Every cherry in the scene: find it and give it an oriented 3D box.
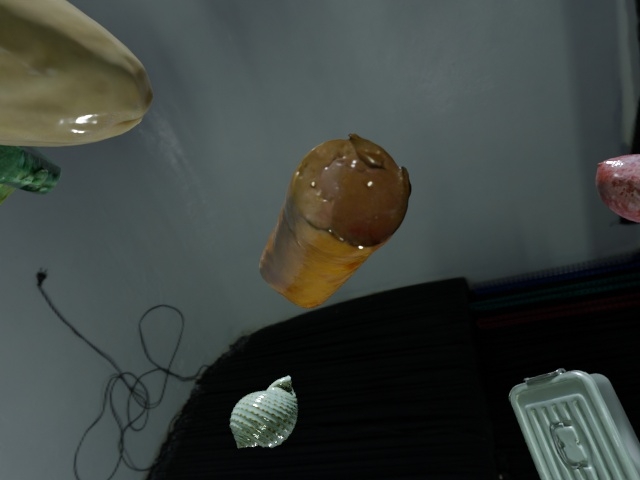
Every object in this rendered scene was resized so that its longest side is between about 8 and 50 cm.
[{"bbox_3d":[0.481,-0.052,0.610,0.090,0.226,0.107,-70,169,24],"label":"cherry"}]

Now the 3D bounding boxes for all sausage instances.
[{"bbox_3d":[-0.001,-0.001,0.447,0.270,0.109,0.108,123,-38,-64],"label":"sausage"}]

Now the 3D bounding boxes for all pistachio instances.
[{"bbox_3d":[-0.202,-0.117,0.282,0.186,0.108,0.126,24,51,-23],"label":"pistachio"}]

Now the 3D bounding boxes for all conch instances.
[{"bbox_3d":[-0.129,0.453,1.156,0.172,0.200,0.131,58,-10,-31],"label":"conch"}]

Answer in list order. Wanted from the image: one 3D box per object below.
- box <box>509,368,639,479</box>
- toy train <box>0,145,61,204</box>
[{"bbox_3d":[0.480,0.357,0.827,0.135,0.163,0.243,6,59,-41],"label":"box"},{"bbox_3d":[-0.474,-0.053,0.460,0.253,0.397,0.160,40,-10,-5],"label":"toy train"}]
